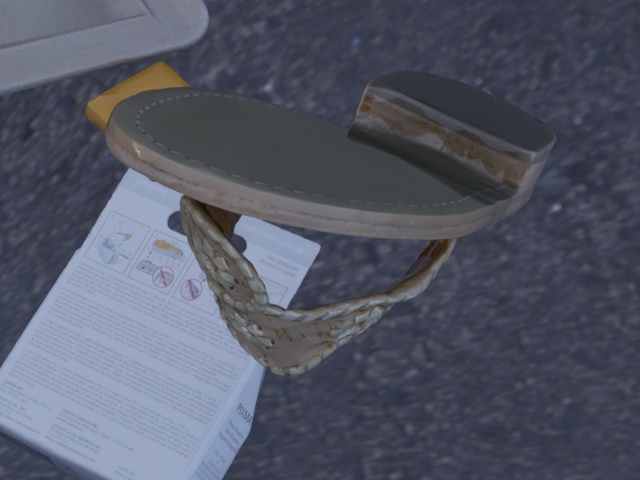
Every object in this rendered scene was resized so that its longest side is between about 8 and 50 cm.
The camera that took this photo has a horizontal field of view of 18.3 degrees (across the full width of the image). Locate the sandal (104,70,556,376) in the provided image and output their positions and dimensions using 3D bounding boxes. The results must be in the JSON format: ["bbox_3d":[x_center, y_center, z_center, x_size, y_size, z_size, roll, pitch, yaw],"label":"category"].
[{"bbox_3d":[0.006,0.003,0.588,0.088,0.240,0.079,27,107,18],"label":"sandal"}]

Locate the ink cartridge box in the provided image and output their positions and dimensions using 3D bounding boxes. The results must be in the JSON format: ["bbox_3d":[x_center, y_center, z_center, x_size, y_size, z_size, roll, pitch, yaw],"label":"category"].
[{"bbox_3d":[-0.125,0.080,1.516,0.189,0.066,0.232,23,68,24],"label":"ink cartridge box"}]

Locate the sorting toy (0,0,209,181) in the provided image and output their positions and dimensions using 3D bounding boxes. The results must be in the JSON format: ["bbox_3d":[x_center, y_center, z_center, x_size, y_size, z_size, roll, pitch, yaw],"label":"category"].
[{"bbox_3d":[-0.191,-0.156,1.185,0.196,0.047,0.348,-21,64,-33],"label":"sorting toy"}]
